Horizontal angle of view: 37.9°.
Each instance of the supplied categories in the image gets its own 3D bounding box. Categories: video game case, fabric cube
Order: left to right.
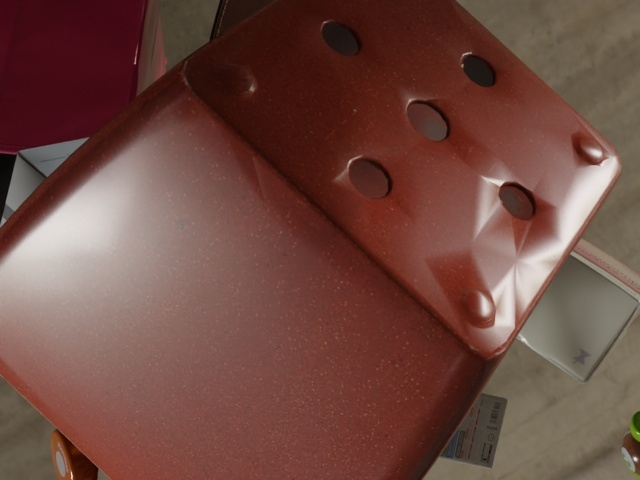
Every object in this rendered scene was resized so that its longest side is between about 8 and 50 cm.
[{"bbox_3d":[-0.308,-0.158,1.009,0.259,0.254,0.258,6,-111,-4],"label":"fabric cube"},{"bbox_3d":[0.156,0.219,1.116,0.122,0.087,0.011,12,-178,-4],"label":"video game case"}]

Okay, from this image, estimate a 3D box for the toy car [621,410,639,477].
[{"bbox_3d":[0.550,0.397,1.494,0.148,0.155,0.188,9,-127,22],"label":"toy car"}]

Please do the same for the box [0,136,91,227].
[{"bbox_3d":[-0.195,0.002,0.755,0.038,0.186,0.145,39,-148,21],"label":"box"}]

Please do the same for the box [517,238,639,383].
[{"bbox_3d":[0.341,0.080,1.239,0.127,0.148,0.232,-59,161,14],"label":"box"}]

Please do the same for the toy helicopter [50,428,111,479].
[{"bbox_3d":[-0.166,0.290,1.014,0.140,0.235,0.355,-12,-123,-32],"label":"toy helicopter"}]

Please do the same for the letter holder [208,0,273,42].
[{"bbox_3d":[-0.013,-0.209,0.987,0.214,0.302,0.152,9,-142,-13],"label":"letter holder"}]

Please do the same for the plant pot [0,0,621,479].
[{"bbox_3d":[0.000,0.000,0.517,0.267,0.267,0.236,-45,177,-42],"label":"plant pot"}]
